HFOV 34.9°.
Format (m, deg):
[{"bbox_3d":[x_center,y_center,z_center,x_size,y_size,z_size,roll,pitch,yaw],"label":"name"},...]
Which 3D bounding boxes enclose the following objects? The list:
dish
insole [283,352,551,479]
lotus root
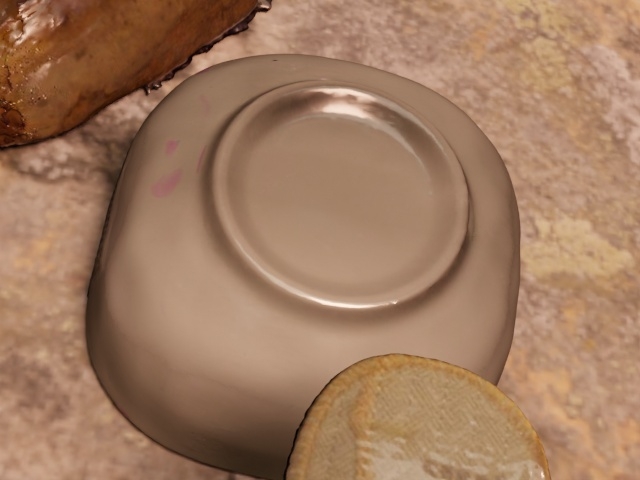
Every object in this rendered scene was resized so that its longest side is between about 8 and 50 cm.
[{"bbox_3d":[0.000,0.000,0.543,0.256,0.117,0.256,6,62,-11],"label":"dish"},{"bbox_3d":[0.008,0.186,0.262,0.119,0.009,0.348,16,58,-3],"label":"insole"},{"bbox_3d":[-0.117,-0.191,0.637,0.167,0.078,0.329,41,62,7],"label":"lotus root"}]
